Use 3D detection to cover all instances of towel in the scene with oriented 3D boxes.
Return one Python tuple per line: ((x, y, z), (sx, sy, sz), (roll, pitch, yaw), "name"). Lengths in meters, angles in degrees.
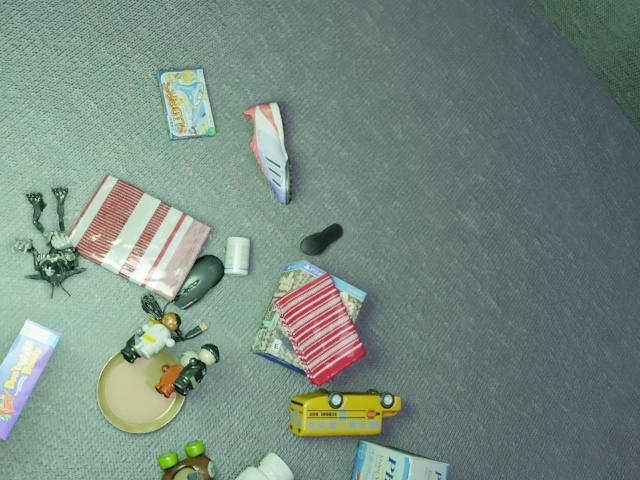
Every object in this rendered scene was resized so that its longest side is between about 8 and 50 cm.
((0.003, 0.253, 1.792), (0.199, 0.031, 0.274), (-27, 95, -27), "towel")
((-0.498, -0.009, 1.721), (0.329, 0.037, 0.237), (29, 72, -8), "towel")

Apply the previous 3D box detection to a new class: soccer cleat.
((-0.155, -0.261, 1.919), (0.116, 0.108, 0.318), (-10, 89, -6), "soccer cleat")

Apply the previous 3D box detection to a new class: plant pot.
((-0.483, 0.398, 1.696), (0.236, 0.032, 0.236), (4, 80, -26), "plant pot")

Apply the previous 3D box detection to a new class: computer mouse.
((-0.355, 0.166, 1.774), (0.262, 0.060, 0.184), (-35, 97, -25), "computer mouse")

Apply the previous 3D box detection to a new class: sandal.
((0.000, 0.000, 1.985), (0.179, 0.040, 0.067), (-30, 102, -40), "sandal")

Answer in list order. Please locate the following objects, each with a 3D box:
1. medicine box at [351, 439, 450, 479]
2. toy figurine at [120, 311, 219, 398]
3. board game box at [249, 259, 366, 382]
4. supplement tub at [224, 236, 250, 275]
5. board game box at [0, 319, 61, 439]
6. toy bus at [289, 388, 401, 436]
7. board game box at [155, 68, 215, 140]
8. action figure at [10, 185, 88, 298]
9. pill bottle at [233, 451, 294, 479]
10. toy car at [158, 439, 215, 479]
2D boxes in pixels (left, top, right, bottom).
((0.216, 0.751, 1.836), (0.149, 0.289, 0.263), (20, 75, -22), "medicine box")
((-0.387, 0.291, 1.625), (0.209, 0.213, 0.148), (48, 57, -10), "toy figurine")
((-0.035, 0.243, 1.871), (0.232, 0.141, 0.291), (28, 72, -20), "board game box")
((-0.243, 0.048, 1.839), (0.071, 0.071, 0.107), (9, 79, -24), "supplement tub")
((-0.693, 0.305, 1.433), (0.078, 0.347, 0.233), (29, 71, -19), "board game box")
((0.079, 0.521, 1.905), (0.333, 0.108, 0.130), (7, 80, -25), "toy bus")
((-0.397, -0.400, 1.848), (0.136, 0.035, 0.201), (-12, 88, -27), "board game box")
((-0.690, 0.008, 1.586), (0.164, 0.141, 0.275), (-9, 84, 2), "action figure")
((-0.188, 0.706, 1.736), (0.229, 0.131, 0.131), (-38, 100, -28), "pill bottle")
((-0.332, 0.634, 1.646), (0.149, 0.188, 0.155), (-17, 91, -26), "toy car")
